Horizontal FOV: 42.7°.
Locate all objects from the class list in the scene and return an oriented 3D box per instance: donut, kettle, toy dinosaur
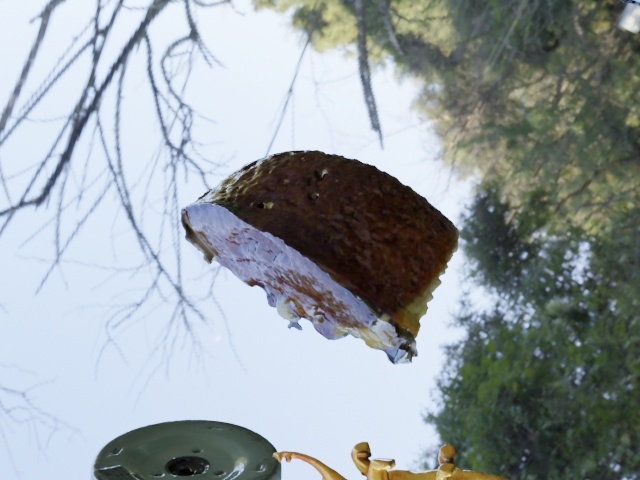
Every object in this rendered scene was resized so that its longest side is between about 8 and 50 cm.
[{"bbox_3d":[0.004,-0.003,0.606,0.126,0.186,0.144,-49,-66,-26],"label":"donut"},{"bbox_3d":[-0.212,0.448,1.078,0.319,0.342,0.247,-3,-167,-32],"label":"kettle"},{"bbox_3d":[0.076,0.281,0.887,0.288,0.117,0.070,-5,-171,26],"label":"toy dinosaur"}]

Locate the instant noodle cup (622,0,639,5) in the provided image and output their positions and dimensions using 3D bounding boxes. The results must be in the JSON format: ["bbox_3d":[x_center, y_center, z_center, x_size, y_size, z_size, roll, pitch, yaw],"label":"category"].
[{"bbox_3d":[0.250,-0.308,0.515,0.284,0.284,0.312,39,179,25],"label":"instant noodle cup"}]
